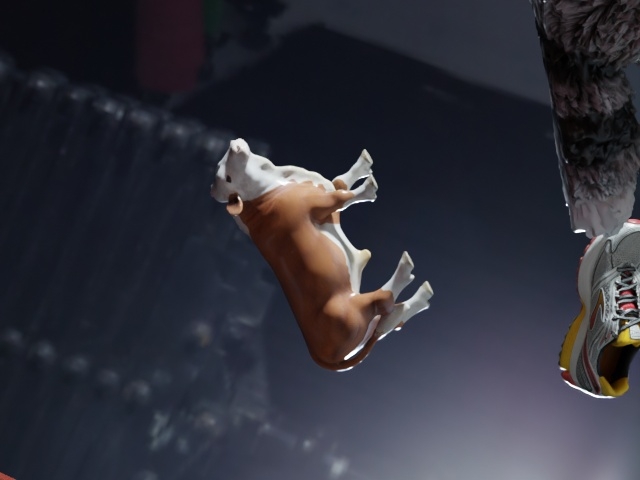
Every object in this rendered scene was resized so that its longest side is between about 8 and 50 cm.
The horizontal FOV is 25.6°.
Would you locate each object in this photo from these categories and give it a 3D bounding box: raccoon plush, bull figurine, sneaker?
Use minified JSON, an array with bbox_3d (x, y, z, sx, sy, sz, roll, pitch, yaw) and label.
[{"bbox_3d":[0.331,-0.247,1.229,0.216,0.299,0.446,-93,-9,-57],"label":"raccoon plush"},{"bbox_3d":[0.000,0.000,1.703,0.310,0.188,0.101,64,-170,-6],"label":"bull figurine"},{"bbox_3d":[0.361,0.084,1.693,0.088,0.093,0.225,0,-73,-29],"label":"sneaker"}]

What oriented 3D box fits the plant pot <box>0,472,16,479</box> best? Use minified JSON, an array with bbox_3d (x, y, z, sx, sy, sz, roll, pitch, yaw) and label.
[{"bbox_3d":[-0.336,0.257,0.964,0.236,0.267,0.267,15,-107,-37],"label":"plant pot"}]
